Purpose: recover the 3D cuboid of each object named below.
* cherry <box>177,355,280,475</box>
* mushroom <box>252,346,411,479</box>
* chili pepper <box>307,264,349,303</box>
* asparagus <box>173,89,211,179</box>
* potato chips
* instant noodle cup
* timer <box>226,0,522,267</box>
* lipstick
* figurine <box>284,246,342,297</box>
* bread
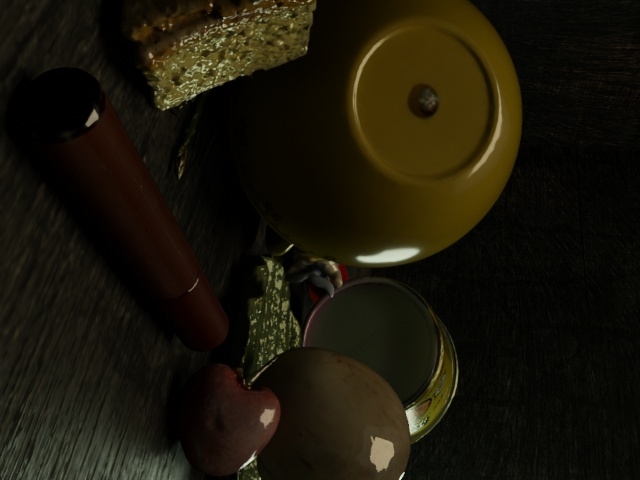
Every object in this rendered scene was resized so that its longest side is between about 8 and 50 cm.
[{"bbox_3d":[-0.096,0.188,0.745,0.087,0.106,0.126,-55,149,-83],"label":"cherry"},{"bbox_3d":[-0.008,0.231,0.848,0.206,0.209,0.206,51,11,-14],"label":"mushroom"},{"bbox_3d":[0.015,0.049,1.484,0.368,0.091,0.137,88,-2,-52],"label":"chili pepper"},{"bbox_3d":[-0.123,-0.126,0.705,0.016,0.016,0.163,68,29,-51],"label":"asparagus"},{"bbox_3d":[-0.077,0.225,1.021,0.358,0.070,0.430,-34,127,-75],"label":"potato chips"},{"bbox_3d":[0.100,0.216,1.322,0.254,0.325,0.326,71,25,-70],"label":"instant noodle cup"},{"bbox_3d":[0.051,-0.141,0.872,0.387,0.376,0.376,-167,-99,-72],"label":"timer"},{"bbox_3d":[-0.134,0.003,0.562,0.357,0.057,0.057,77,19,-60],"label":"lipstick"},{"bbox_3d":[0.000,0.000,1.236,0.184,0.128,0.209,79,22,-53],"label":"figurine"},{"bbox_3d":[-0.077,-0.172,0.573,0.147,0.152,0.127,97,0,-79],"label":"bread"}]
